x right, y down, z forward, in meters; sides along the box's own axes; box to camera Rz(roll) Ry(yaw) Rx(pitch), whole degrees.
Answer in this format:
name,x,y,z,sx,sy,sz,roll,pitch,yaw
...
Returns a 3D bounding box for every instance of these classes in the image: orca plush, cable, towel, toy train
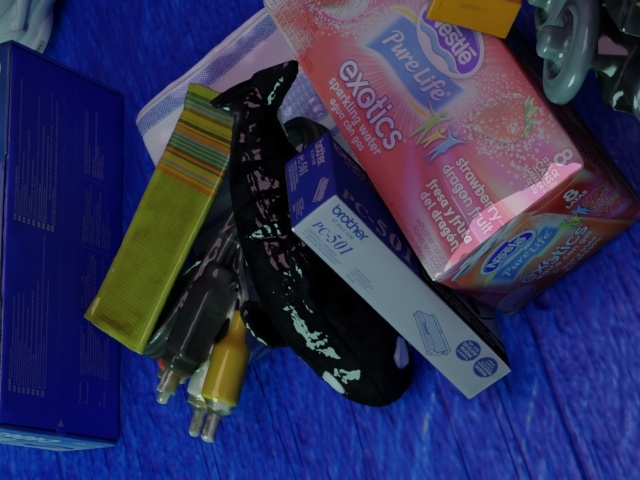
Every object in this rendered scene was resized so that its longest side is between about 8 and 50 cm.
name,x,y,z,sx,sy,sz,roll,pitch,yaw
orca plush,0.000,0.000,1.083,0.151,0.102,0.287,-10,92,0
cable,-0.074,0.026,1.197,0.139,0.072,0.287,25,87,52
towel,-0.135,-0.023,1.216,0.102,0.021,0.237,24,89,54
toy train,0.228,-0.210,0.956,0.334,0.142,0.190,-88,14,-56
towel,-0.046,-0.061,1.230,0.209,0.034,0.285,-36,63,19

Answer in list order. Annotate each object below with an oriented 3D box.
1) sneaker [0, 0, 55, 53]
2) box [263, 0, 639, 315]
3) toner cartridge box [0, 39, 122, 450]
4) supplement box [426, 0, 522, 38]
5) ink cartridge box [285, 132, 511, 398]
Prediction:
name,x,y,z,sx,sy,sz,roll,pitch,yaw
sneaker,-0.305,-0.304,1.375,0.114,0.152,0.305,20,87,35
box,0.100,-0.109,1.084,0.142,0.154,0.300,-39,61,17
toner cartridge box,-0.260,0.010,1.262,0.075,0.165,0.348,-10,72,29
supplement box,0.113,-0.198,1.005,0.062,0.036,0.098,13,51,-7
ink cartridge box,0.058,0.020,1.034,0.046,0.207,0.097,-38,27,17
